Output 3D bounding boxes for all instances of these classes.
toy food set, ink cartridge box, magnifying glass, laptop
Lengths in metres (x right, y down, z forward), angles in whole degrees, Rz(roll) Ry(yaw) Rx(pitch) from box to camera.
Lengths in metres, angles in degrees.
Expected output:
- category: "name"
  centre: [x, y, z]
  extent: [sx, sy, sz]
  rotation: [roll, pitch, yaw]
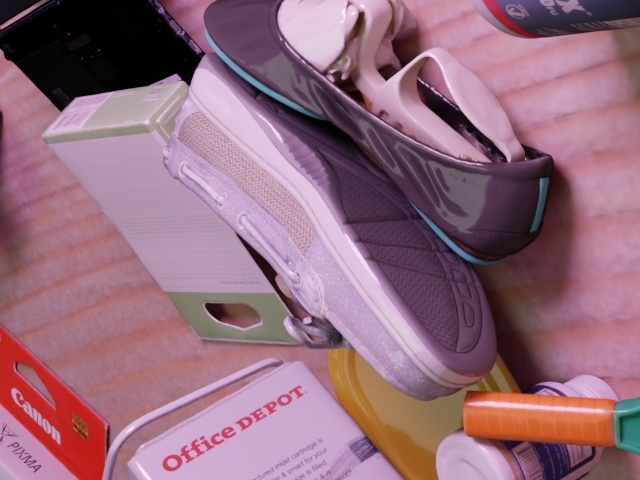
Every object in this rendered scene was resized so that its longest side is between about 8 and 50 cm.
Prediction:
- category: "toy food set"
  centre: [0.079, 0.087, 1.151]
  extent: [0.128, 0.071, 0.218]
  rotation: [-33, 85, 31]
- category: "ink cartridge box"
  centre: [-0.326, 0.228, 1.765]
  extent: [0.275, 0.060, 0.239]
  rotation: [35, 136, 36]
- category: "magnifying glass"
  centre: [0.196, 0.107, 0.947]
  extent: [0.231, 0.026, 0.092]
  rotation: [1, 109, 20]
- category: "laptop"
  centre: [-0.160, -0.207, 1.329]
  extent: [0.264, 0.136, 0.234]
  rotation: [47, 150, -19]
- category: "ink cartridge box"
  centre: [-0.015, 0.206, 1.124]
  extent: [0.208, 0.153, 0.087]
  rotation: [49, 155, 30]
- category: "ink cartridge box"
  centre: [-0.105, -0.018, 1.331]
  extent: [0.171, 0.056, 0.235]
  rotation: [-2, 133, 52]

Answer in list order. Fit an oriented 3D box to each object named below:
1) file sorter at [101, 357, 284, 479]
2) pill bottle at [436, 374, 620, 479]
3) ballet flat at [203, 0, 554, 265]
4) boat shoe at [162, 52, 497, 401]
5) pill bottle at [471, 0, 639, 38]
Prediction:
- category: "file sorter"
  centre: [-0.027, 0.252, 1.271]
  extent: [0.277, 0.192, 0.173]
  rotation: [43, 137, 28]
- category: "pill bottle"
  centre: [0.137, 0.130, 1.042]
  extent: [0.067, 0.120, 0.067]
  rotation: [30, 132, 40]
- category: "ballet flat"
  centre: [0.044, -0.102, 1.065]
  extent: [0.280, 0.095, 0.096]
  rotation: [39, 128, 17]
- category: "boat shoe"
  centre: [-0.002, -0.001, 1.074]
  extent: [0.320, 0.118, 0.103]
  rotation: [48, 117, 34]
- category: "pill bottle"
  centre: [0.165, -0.164, 0.844]
  extent: [0.180, 0.108, 0.108]
  rotation: [1, 110, 52]
